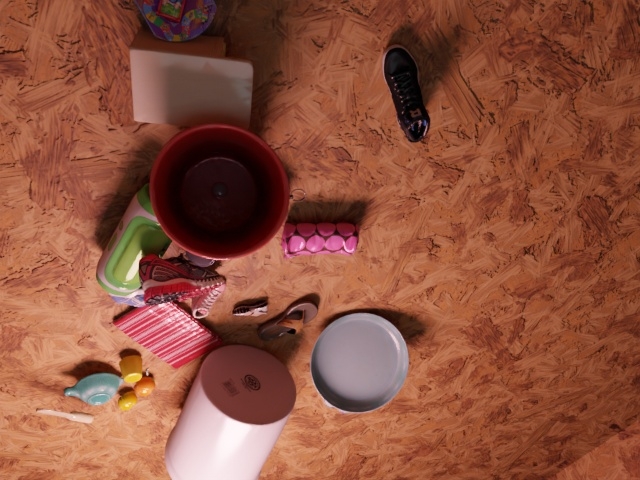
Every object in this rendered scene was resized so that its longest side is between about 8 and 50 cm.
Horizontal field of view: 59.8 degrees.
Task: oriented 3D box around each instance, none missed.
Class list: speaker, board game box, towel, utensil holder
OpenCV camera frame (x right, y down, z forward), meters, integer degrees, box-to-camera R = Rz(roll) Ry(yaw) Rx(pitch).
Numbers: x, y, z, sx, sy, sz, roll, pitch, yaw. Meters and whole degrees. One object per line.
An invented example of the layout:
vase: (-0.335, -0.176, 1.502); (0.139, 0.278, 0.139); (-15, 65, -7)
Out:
speaker: (-0.445, 0.001, 1.371); (0.131, 0.131, 0.296); (24, 120, -27)
board game box: (-0.280, -0.463, 1.043); (0.133, 0.033, 0.169); (-30, 108, -5)
towel: (-0.447, 0.273, 1.654); (0.198, 0.031, 0.275); (-30, 126, 16)
utensil holder: (-0.279, 0.565, 1.740); (0.327, 0.328, 0.386); (14, 122, -21)

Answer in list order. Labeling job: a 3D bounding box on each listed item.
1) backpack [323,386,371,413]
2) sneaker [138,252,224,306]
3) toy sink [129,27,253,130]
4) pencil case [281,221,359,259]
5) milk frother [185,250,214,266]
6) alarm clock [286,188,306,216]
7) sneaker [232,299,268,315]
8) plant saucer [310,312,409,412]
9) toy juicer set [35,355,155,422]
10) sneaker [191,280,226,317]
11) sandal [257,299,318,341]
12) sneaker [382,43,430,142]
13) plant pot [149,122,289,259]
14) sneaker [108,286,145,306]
backpack: (0.091, 0.495, 1.871); (0.188, 0.144, 0.166); (-7, 135, -2)
sneaker: (-0.342, 0.089, 1.406); (0.120, 0.112, 0.299); (-22, 171, 14)
toy sink: (-0.256, -0.329, 1.138); (0.234, 0.131, 0.153); (4, 128, -8)
pencil case: (0.000, 0.000, 1.483); (0.209, 0.095, 0.098); (-1, 94, -8)
milk frother: (-0.299, 0.013, 1.403); (0.129, 0.135, 0.143); (32, 118, 5)
alarm clock: (-0.129, -0.093, 1.398); (0.192, 0.064, 0.129); (-15, 130, 4)
sneaker: (-0.207, 0.211, 1.645); (0.109, 0.040, 0.044); (-9, 132, -3)
plant saucer: (0.122, 0.383, 1.758); (0.317, 0.043, 0.318); (-1, 94, -9)
toy juicer set: (-0.679, 0.474, 1.742); (0.328, 0.090, 0.209); (-24, 143, -2)
sneaker: (-0.314, 0.169, 1.570); (0.134, 0.070, 0.051); (-40, 123, 19)
sandal: (-0.098, 0.255, 1.689); (0.219, 0.060, 0.090); (-29, 128, 13)
sneaker: (0.202, -0.320, 1.242); (0.079, 0.121, 0.217); (-21, 130, 4)
plant pot: (-0.216, -0.104, 1.200); (0.274, 0.243, 0.275); (-1, 95, -11)
sneaker: (-0.468, 0.135, 1.516); (0.211, 0.080, 0.081); (2, 138, -3)
